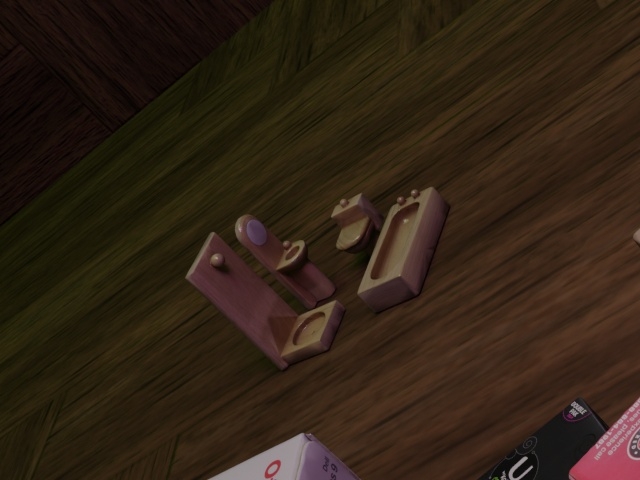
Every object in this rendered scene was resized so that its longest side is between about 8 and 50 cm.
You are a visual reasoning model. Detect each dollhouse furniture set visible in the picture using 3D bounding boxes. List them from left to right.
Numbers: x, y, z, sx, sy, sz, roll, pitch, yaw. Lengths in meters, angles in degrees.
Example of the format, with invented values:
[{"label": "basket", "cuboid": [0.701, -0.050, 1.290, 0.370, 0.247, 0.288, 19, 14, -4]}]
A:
[{"label": "dollhouse furniture set", "cuboid": [0.000, 0.000, 0.971, 0.151, 0.123, 0.144, -26, 28, 39]}]

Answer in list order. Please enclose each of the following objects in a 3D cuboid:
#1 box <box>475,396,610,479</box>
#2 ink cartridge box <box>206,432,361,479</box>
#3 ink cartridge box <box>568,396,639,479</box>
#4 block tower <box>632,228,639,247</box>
[{"label": "box", "cuboid": [0.127, 0.135, 0.589, 0.083, 0.052, 0.062, -40, 23, 8]}, {"label": "ink cartridge box", "cuboid": [-0.069, 0.234, 0.706, 0.212, 0.093, 0.154, -33, 25, 30]}, {"label": "ink cartridge box", "cuboid": [0.222, 0.100, 0.428, 0.158, 0.092, 0.218, -45, 19, -4]}, {"label": "block tower", "cuboid": [0.322, -0.075, 0.573, 0.335, 0.091, 0.097, -42, 22, 3]}]
